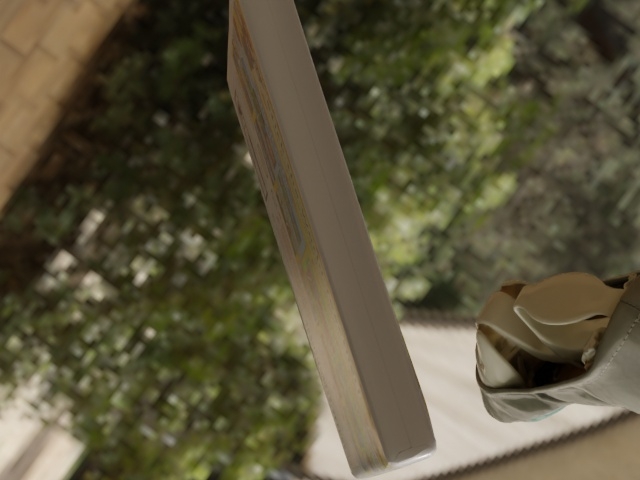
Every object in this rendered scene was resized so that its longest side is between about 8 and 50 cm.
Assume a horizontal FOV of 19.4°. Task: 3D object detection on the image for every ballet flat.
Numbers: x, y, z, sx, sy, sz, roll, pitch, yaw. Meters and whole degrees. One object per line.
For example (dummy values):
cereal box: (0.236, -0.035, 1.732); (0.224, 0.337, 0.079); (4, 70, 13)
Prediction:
ballet flat: (0.109, 0.041, 0.849); (0.072, 0.068, 0.213); (-62, -165, -14)

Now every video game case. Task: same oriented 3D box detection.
video game case: (0.000, 0.000, 0.885); (0.026, 0.227, 0.206); (-17, 173, -6)
